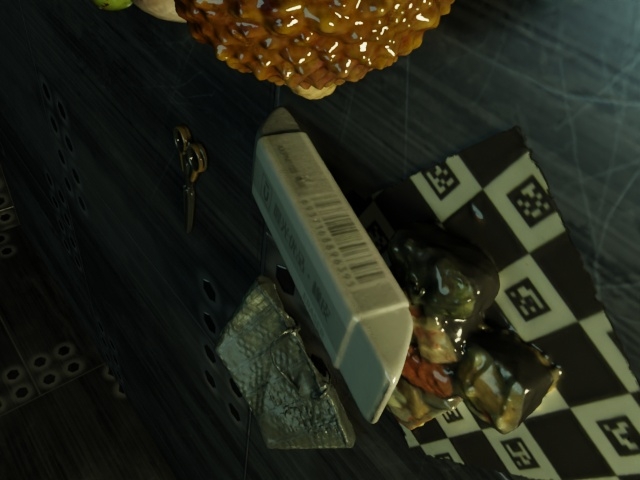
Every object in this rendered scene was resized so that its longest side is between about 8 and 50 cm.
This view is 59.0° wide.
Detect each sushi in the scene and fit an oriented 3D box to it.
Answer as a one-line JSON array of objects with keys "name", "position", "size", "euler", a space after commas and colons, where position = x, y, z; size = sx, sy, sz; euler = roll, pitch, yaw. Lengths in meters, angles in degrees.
[{"name": "sushi", "position": [0.105, 0.101, 0.536], "size": [0.339, 0.068, 0.320], "euler": [-20, 95, 58]}]

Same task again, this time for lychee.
[{"name": "lychee", "position": [-0.019, -0.203, 0.382], "size": [0.238, 0.200, 0.200], "euler": [16, 131, 14]}]

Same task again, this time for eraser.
[{"name": "eraser", "position": [0.000, 0.000, 0.554], "size": [0.089, 0.061, 0.352], "euler": [103, 147, -47]}]

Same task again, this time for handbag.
[{"name": "handbag", "position": [-0.057, 0.196, 0.842], "size": [0.270, 0.088, 0.175], "euler": [59, 140, 9]}]

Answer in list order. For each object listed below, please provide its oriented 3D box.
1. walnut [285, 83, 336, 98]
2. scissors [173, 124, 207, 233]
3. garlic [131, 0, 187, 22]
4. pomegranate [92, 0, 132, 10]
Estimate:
[{"name": "walnut", "position": [-0.013, -0.177, 0.509], "size": [0.079, 0.082, 0.096], "euler": [-39, 76, 29]}, {"name": "scissors", "position": [-0.216, -0.086, 0.928], "size": [0.088, 0.017, 0.220], "euler": [48, 145, 24]}, {"name": "garlic", "position": [-0.185, -0.335, 0.660], "size": [0.198, 0.090, 0.129], "euler": [50, 131, 34]}, {"name": "pomegranate", "position": [-0.299, -0.371, 0.801], "size": [0.073, 0.073, 0.085], "euler": [21, 111, 48]}]
